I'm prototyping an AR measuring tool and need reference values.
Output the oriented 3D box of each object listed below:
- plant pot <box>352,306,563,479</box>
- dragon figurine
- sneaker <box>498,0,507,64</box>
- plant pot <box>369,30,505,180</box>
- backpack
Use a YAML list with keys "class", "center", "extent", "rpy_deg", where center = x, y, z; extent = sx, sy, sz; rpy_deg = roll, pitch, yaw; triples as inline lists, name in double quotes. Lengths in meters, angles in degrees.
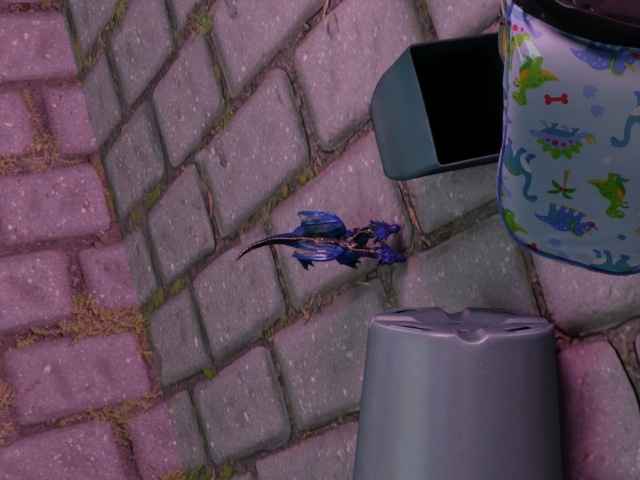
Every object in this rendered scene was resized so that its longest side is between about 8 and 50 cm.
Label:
- class: "plant pot"
  center: [0.190, 0.271, 1.657]
  extent: [0.341, 0.341, 0.334]
  rpy_deg: [9, 99, 60]
- class: "dragon figurine"
  center: [0.000, 0.000, 2.004]
  extent: [0.144, 0.289, 0.085]
  rpy_deg: [79, -163, -79]
- class: "sneaker"
  center: [0.262, -0.330, 1.539]
  extent: [0.083, 0.084, 0.215]
  rpy_deg: [31, 115, 53]
- class: "plant pot"
  center: [0.169, -0.171, 1.686]
  extent: [0.234, 0.165, 0.166]
  rpy_deg: [154, 103, -69]
- class: "backpack"
  center: [0.308, -0.136, 1.248]
  extent: [0.355, 0.290, 0.273]
  rpy_deg: [88, -161, -61]
